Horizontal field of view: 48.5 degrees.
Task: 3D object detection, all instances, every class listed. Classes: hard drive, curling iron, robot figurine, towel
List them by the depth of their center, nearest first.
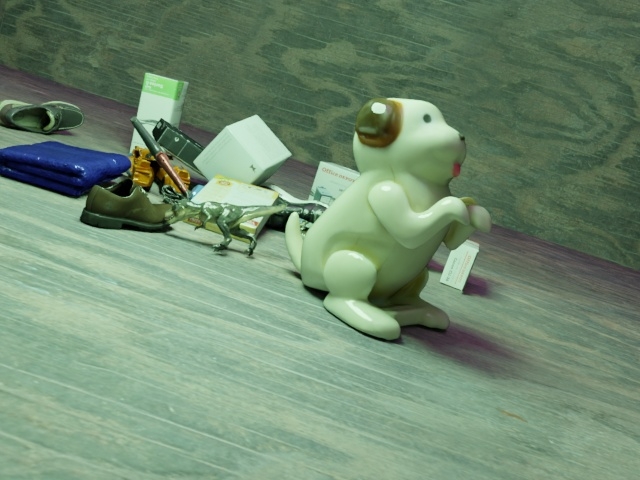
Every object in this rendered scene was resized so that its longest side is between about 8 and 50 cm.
[{"bbox_3d":[-0.593,-0.169,1.643,0.227,0.076,0.308,11,11,1],"label":"towel"},{"bbox_3d":[-0.402,-0.197,1.757,0.068,0.035,0.274,-19,73,-37],"label":"curling iron"},{"bbox_3d":[-0.446,-0.190,1.918,0.211,0.085,0.291,14,12,-24],"label":"robot figurine"},{"bbox_3d":[-0.328,-0.223,2.064,0.338,0.064,0.237,33,4,-24],"label":"hard drive"}]

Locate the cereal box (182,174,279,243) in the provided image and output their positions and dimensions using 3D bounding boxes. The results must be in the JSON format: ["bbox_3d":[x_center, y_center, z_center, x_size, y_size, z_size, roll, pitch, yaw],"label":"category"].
[{"bbox_3d":[-0.210,-0.081,1.709,0.172,0.047,0.240,18,26,4],"label":"cereal box"}]

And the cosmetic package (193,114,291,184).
[{"bbox_3d":[-0.205,-0.219,1.898,0.151,0.151,0.183,49,28,0],"label":"cosmetic package"}]

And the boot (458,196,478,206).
[{"bbox_3d":[0.309,-0.040,2.005,0.095,0.262,0.203,50,3,-11],"label":"boot"}]

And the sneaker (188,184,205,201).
[{"bbox_3d":[-0.289,-0.112,1.864,0.059,0.053,0.144,24,14,23],"label":"sneaker"}]

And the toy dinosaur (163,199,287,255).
[{"bbox_3d":[-0.183,-0.032,1.476,0.268,0.118,0.064,-1,-25,-24],"label":"toy dinosaur"}]

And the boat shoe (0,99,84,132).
[{"bbox_3d":[-0.845,-0.373,2.182,0.092,0.103,0.285,31,20,33],"label":"boat shoe"}]

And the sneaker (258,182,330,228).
[{"bbox_3d":[-0.082,-0.056,1.864,0.283,0.107,0.124,20,29,23],"label":"sneaker"}]

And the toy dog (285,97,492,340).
[{"bbox_3d":[0.139,-0.067,1.366,0.284,0.408,0.395,7,15,-46],"label":"toy dog"}]

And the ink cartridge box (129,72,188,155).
[{"bbox_3d":[-0.540,-0.412,2.386,0.114,0.273,0.198,14,11,-3],"label":"ink cartridge box"}]

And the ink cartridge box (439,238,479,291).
[{"bbox_3d":[0.368,0.060,1.874,0.067,0.115,0.198,20,11,11],"label":"ink cartridge box"}]

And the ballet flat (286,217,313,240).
[{"bbox_3d":[0.000,0.000,1.775,0.188,0.070,0.070,16,11,4],"label":"ballet flat"}]

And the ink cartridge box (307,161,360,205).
[{"bbox_3d":[0.043,-0.113,2.025,0.139,0.191,0.082,22,12,24],"label":"ink cartridge box"}]

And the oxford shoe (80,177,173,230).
[{"bbox_3d":[-0.369,-0.073,1.435,0.082,0.096,0.227,22,10,30],"label":"oxford shoe"}]
